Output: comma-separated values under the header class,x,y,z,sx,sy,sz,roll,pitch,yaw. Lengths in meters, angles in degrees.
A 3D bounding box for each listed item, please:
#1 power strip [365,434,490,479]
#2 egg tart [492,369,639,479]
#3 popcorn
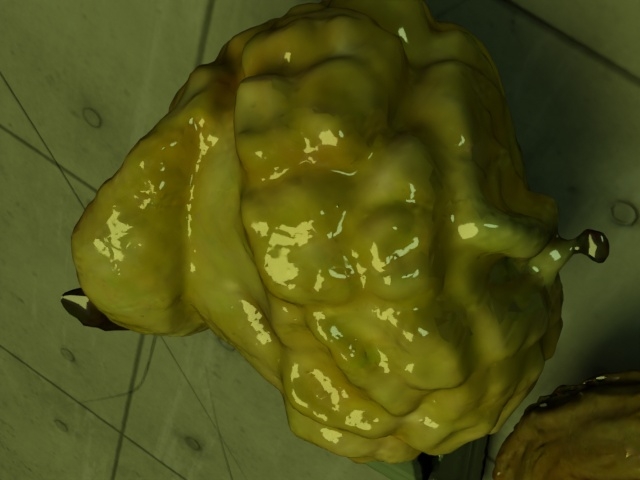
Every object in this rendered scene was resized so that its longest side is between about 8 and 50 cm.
class,x,y,z,sx,sy,sz,roll,pitch,yaw
power strip,0.052,0.162,1.071,0.257,0.092,0.251,25,143,25
egg tart,0.353,0.251,0.838,0.443,0.178,0.443,25,140,22
popcorn,0.000,0.000,0.751,0.382,0.349,0.349,-18,119,14
